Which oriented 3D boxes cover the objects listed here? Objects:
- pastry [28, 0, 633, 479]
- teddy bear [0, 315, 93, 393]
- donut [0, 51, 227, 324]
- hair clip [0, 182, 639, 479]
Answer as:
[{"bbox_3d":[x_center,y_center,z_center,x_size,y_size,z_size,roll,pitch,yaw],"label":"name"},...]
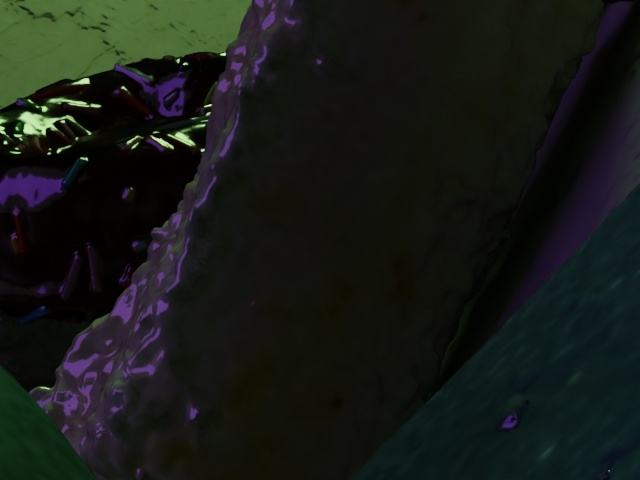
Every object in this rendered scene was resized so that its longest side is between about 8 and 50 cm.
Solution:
[{"bbox_3d":[-0.005,-0.005,0.585,0.258,0.121,0.089,-61,2,-10],"label":"pastry"},{"bbox_3d":[-0.174,0.057,1.366,0.236,0.151,0.267,-31,3,-30],"label":"teddy bear"},{"bbox_3d":[-0.099,-0.037,1.036,0.235,0.235,0.089,-76,-25,-67],"label":"donut"},{"bbox_3d":[-0.092,0.106,0.281,0.392,0.238,0.318,-56,10,14],"label":"hair clip"}]
